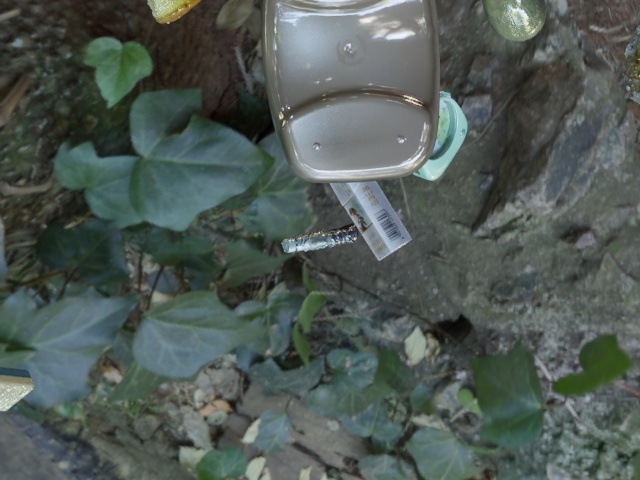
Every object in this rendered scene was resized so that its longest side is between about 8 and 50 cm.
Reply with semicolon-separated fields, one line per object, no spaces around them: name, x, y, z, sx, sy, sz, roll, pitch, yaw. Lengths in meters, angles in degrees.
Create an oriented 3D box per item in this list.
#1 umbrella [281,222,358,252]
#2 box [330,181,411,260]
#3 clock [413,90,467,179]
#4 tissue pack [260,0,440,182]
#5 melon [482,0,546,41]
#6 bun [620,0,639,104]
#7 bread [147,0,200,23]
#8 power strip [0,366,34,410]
umbrella;0.000;0.000;1.588;0.050;0.188;0.046;-24;80;57
box;0.116;-0.074;1.700;0.233;0.067;0.149;58;166;5
clock;0.208;-0.220;1.380;0.060;0.148;0.188;25;164;41
tissue pack;0.045;-0.285;1.103;0.267;0.277;0.387;-6;100;0
melon;0.323;-0.393;1.196;0.098;0.098;0.131;-26;133;29
bun;0.558;-0.313;0.996;0.282;0.204;0.281;-7;142;-6
bread;-0.337;-0.559;1.653;0.125;0.156;0.086;-28;115;-4
power strip;-0.419;0.182;0.883;0.056;0.123;0.032;-38;64;8
